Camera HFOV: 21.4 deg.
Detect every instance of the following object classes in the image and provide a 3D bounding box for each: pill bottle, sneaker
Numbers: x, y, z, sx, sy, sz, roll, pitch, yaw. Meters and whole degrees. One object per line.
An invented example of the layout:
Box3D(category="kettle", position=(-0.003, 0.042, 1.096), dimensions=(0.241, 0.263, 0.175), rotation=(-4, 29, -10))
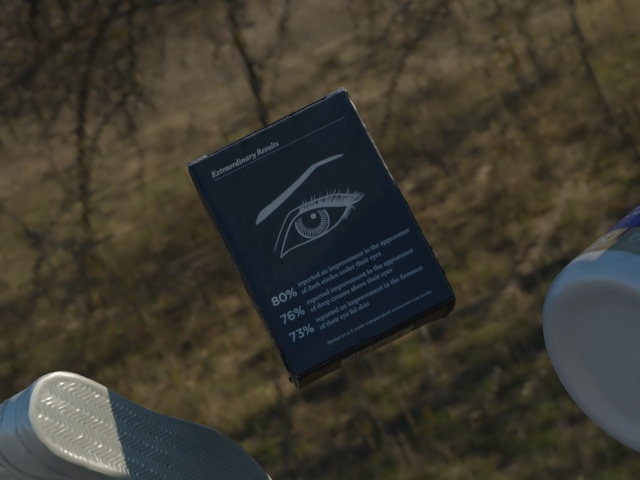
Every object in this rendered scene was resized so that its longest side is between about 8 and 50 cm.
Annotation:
Box3D(category="pill bottle", position=(0.282, 0.016, 1.123), dimensions=(0.265, 0.153, 0.153), rotation=(-36, 14, -34))
Box3D(category="sneaker", position=(-0.175, 0.215, 1.453), dimensions=(0.169, 0.292, 0.108), rotation=(-26, 39, 42))

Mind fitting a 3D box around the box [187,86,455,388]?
Box3D(category="box", position=(0.000, 0.000, 1.434), dimensions=(0.153, 0.207, 0.108), rotation=(-26, -9, -4))
